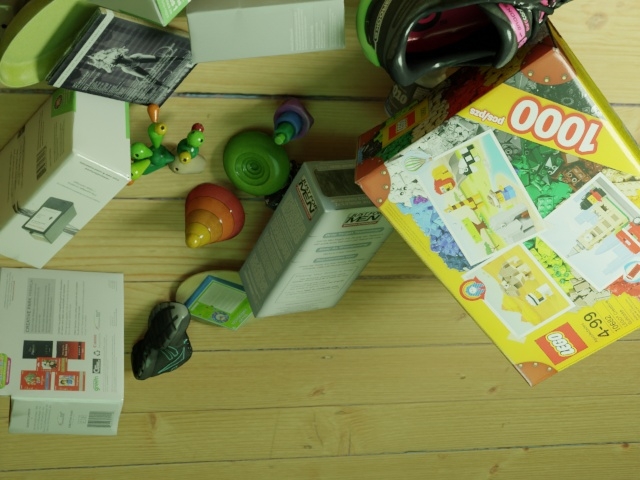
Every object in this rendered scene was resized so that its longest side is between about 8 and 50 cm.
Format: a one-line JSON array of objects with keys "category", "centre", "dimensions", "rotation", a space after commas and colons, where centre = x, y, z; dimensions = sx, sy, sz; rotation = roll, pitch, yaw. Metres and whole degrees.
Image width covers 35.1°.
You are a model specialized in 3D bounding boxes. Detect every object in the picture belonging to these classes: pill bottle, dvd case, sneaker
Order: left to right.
[{"category": "dvd case", "centre": [-0.300, -0.284, 1.604], "dimensions": [0.221, 0.018, 0.164], "rotation": [6, 141, -48]}, {"category": "sneaker", "centre": [-0.323, 0.210, 2.176], "dimensions": [0.106, 0.101, 0.267], "rotation": [2, 147, -30]}, {"category": "pill bottle", "centre": [0.166, -0.265, 1.725], "dimensions": [0.078, 0.078, 0.137], "rotation": [7, 136, -18]}, {"category": "sneaker", "centre": [0.293, -0.353, 1.484], "dimensions": [0.483, 0.202, 0.185], "rotation": [-24, 138, 13]}]

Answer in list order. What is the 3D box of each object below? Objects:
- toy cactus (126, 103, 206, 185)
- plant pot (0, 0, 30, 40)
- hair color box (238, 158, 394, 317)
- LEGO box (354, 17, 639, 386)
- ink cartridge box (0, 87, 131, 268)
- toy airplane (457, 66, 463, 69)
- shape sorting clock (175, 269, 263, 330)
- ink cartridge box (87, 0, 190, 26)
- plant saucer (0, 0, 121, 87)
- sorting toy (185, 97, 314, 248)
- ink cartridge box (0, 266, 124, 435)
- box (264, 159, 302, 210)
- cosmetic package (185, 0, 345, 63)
[{"category": "toy cactus", "centre": [-0.273, -0.152, 1.759], "dimensions": [0.219, 0.112, 0.180], "rotation": [-27, 161, 27]}, {"category": "plant pot", "centre": [-0.485, -0.345, 1.490], "dimensions": [0.109, 0.096, 0.109], "rotation": [1, 138, -13]}, {"category": "hair color box", "centre": [0.000, 0.000, 1.904], "dimensions": [0.185, 0.113, 0.374], "rotation": [-6, 150, -30]}, {"category": "LEGO box", "centre": [0.354, -0.057, 1.673], "dimensions": [0.372, 0.193, 0.500], "rotation": [-34, 112, 21]}, {"category": "ink cartridge box", "centre": [-0.440, -0.114, 1.684], "dimensions": [0.115, 0.198, 0.273], "rotation": [27, 128, -36]}, {"category": "toy airplane", "centre": [0.287, -0.304, 1.743], "dimensions": [0.151, 0.028, 0.151], "rotation": [-5, 138, -5]}, {"category": "shape sorting clock", "centre": [-0.200, 0.122, 2.123], "dimensions": [0.206, 0.040, 0.206], "rotation": [3, 140, 2]}, {"category": "ink cartridge box", "centre": [-0.208, -0.404, 1.352], "dimensions": [0.160, 0.219, 0.092], "rotation": [24, 151, 29]}, {"category": "plant saucer", "centre": [-0.384, -0.319, 1.491], "dimensions": [0.241, 0.241, 0.037], "rotation": [-41, 87, 31]}, {"category": "sorting toy", "centre": [-0.144, -0.097, 1.791], "dimensions": [0.127, 0.126, 0.365], "rotation": [39, 125, -7]}, {"category": "ink cartridge box", "centre": [-0.522, 0.209, 1.954], "dimensions": [0.272, 0.309, 0.130], "rotation": [5, 137, -16]}, {"category": "box", "centre": [-0.060, -0.097, 1.884], "dimensions": [0.083, 0.062, 0.052], "rotation": [-36, 134, 27]}, {"category": "cosmetic package", "centre": [-0.087, -0.352, 1.539], "dimensions": [0.238, 0.127, 0.107], "rotation": [-7, 139, -1]}]
